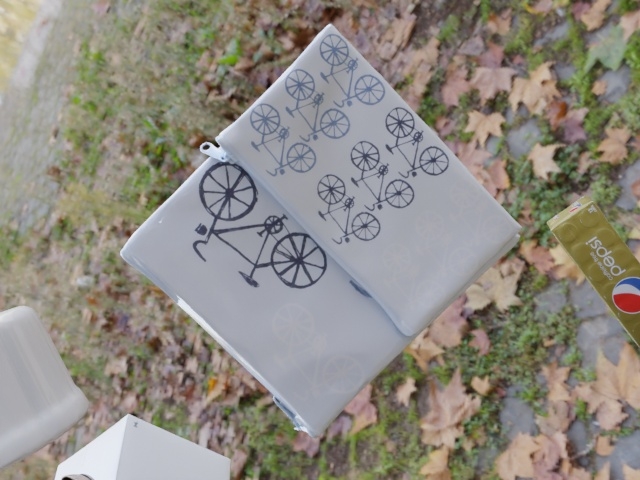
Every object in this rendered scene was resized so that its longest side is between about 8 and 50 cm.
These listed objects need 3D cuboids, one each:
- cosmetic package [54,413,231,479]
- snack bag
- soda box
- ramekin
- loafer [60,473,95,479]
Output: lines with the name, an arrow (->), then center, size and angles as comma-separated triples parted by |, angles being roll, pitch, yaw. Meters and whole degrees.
cosmetic package -> -0.312, 0.442, 1.310 | 0.225, 0.224, 0.138 | -39, 34, 28
snack bag -> 0.000, 0.000, 0.822 | 0.342, 0.323, 0.037 | -44, 11, 0
soda box -> 0.354, 0.036, 0.919 | 0.061, 0.181, 0.058 | -37, 2, 16
ramekin -> -0.399, 0.173, 0.791 | 0.277, 0.277, 0.135 | -14, 98, 48
loafer -> -0.292, 0.342, 0.985 | 0.125, 0.039, 0.045 | 21, 76, 32
